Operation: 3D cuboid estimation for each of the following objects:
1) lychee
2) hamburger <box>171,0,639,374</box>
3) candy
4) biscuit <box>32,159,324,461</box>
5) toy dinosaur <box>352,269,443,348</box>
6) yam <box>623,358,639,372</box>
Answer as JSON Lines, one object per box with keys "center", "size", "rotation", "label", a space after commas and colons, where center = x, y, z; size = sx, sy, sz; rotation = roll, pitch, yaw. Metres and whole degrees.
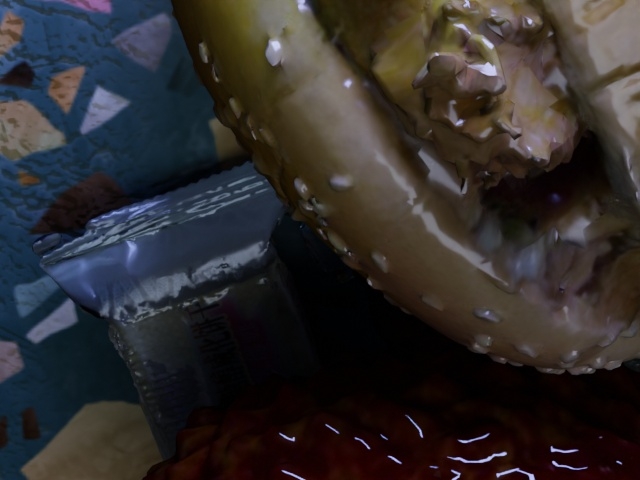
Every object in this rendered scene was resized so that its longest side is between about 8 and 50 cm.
{"center": [0.109, 0.250, 1.036], "size": [0.500, 0.424, 0.424], "rotation": [12, 117, -17], "label": "lychee"}
{"center": [0.056, -0.134, 0.855], "size": [0.268, 0.445, 0.287], "rotation": [-32, 163, 15], "label": "hamburger"}
{"center": [0.000, 0.001, 1.171], "size": [0.030, 0.020, 0.083], "rotation": [-23, 124, 13], "label": "candy"}
{"center": [-0.074, 0.094, 1.181], "size": [0.186, 0.079, 0.309], "rotation": [-18, 123, -1], "label": "biscuit"}
{"center": [0.140, -0.025, 1.150], "size": [0.207, 0.113, 0.327], "rotation": [13, 109, 12], "label": "toy dinosaur"}
{"center": [0.233, 0.117, 1.250], "size": [0.078, 0.078, 0.179], "rotation": [-15, 121, -1], "label": "yam"}
